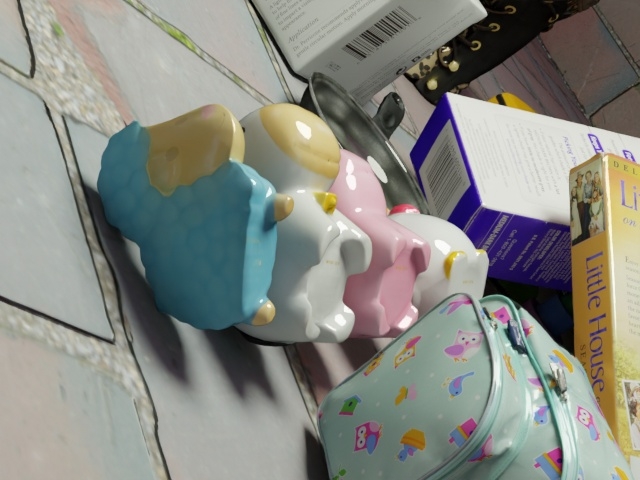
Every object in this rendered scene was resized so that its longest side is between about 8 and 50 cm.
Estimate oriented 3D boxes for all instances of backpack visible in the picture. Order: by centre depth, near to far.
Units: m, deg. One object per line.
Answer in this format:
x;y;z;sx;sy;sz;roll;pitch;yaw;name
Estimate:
0.093;0.138;0.763;0.144;0.166;0.188;38;21;-39;backpack

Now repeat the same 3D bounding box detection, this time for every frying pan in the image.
0.035;-0.111;1.256;0.197;0.053;0.326;44;19;-31;frying pan

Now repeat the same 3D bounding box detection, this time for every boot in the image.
0.225;-0.322;1.746;0.138;0.284;0.377;59;17;9;boot

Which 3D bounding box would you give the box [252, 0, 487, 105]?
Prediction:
0.051;-0.254;1.339;0.119;0.181;0.182;62;19;18;box

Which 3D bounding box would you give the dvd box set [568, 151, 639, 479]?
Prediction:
0.375;0.148;1.224;0.308;0.062;0.420;17;61;-28;dvd box set

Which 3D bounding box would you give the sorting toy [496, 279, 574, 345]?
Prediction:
0.259;-0.017;1.550;0.127;0.126;0.365;43;20;-34;sorting toy

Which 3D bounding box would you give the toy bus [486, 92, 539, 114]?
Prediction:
0.334;-0.067;1.826;0.333;0.130;0.108;43;20;-34;toy bus

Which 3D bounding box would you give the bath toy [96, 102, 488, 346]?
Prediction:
0.000;0.000;0.862;0.348;0.129;0.151;18;85;-60;bath toy

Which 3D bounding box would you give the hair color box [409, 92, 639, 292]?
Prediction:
0.283;-0.038;1.413;0.339;0.110;0.185;10;43;-20;hair color box

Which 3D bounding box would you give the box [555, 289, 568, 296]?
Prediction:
0.407;0.103;1.637;0.322;0.079;0.257;61;-6;18;box
